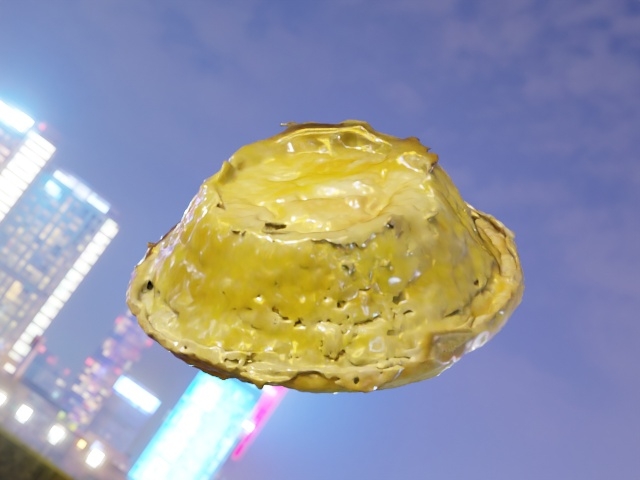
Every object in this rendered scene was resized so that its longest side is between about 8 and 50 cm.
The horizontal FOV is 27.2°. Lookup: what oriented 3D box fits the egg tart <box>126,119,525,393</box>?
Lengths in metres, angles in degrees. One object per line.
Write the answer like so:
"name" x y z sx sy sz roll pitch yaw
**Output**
"egg tart" 0.000 0.000 1.130 0.345 0.345 0.132 23 -48 39
